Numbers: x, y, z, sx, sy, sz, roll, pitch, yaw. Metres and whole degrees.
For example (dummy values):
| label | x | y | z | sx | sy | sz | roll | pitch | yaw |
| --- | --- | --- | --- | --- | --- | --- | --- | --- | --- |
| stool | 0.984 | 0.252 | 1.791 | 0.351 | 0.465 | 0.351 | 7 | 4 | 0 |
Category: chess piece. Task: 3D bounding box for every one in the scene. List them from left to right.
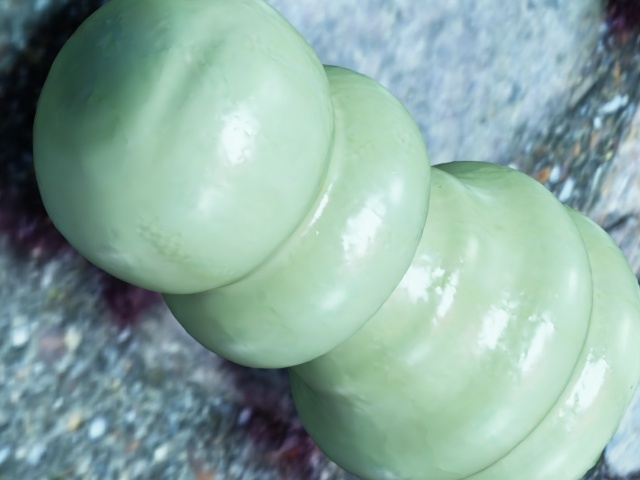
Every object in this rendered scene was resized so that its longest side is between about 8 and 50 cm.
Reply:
| label | x | y | z | sx | sy | sz | roll | pitch | yaw |
| --- | --- | --- | --- | --- | --- | --- | --- | --- | --- |
| chess piece | 0.000 | 0.000 | 0.868 | 0.330 | 0.182 | 0.182 | 36 | 81 | -45 |
